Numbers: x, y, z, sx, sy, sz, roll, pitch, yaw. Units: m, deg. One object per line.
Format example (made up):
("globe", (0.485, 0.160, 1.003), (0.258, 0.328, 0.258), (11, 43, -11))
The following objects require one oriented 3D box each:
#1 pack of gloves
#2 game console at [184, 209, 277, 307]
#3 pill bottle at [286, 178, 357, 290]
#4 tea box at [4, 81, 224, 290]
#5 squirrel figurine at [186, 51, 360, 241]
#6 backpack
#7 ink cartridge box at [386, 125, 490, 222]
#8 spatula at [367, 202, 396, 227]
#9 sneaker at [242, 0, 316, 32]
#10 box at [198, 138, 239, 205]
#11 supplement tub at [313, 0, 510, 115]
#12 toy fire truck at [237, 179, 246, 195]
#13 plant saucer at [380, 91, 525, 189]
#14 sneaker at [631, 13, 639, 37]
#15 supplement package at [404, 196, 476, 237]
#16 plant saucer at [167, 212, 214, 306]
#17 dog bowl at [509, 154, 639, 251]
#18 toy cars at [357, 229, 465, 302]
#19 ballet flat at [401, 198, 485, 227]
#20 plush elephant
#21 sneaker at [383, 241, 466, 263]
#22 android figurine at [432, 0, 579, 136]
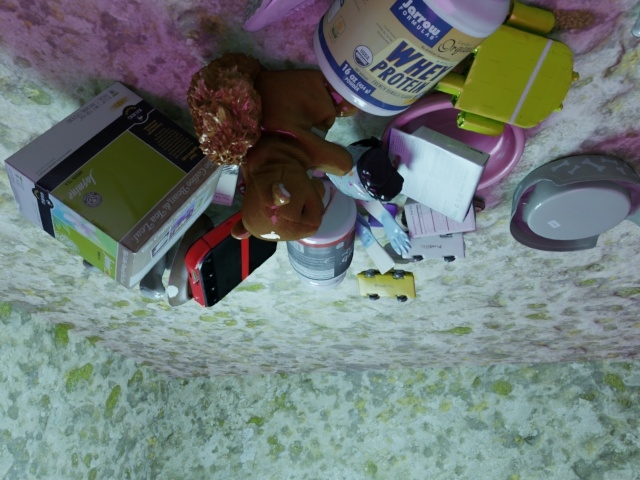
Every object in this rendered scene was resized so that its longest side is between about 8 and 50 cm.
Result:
("pack of gloves", (0.175, -0.037, 1.466), (0.046, 0.232, 0.195), (-30, 169, -32))
("game console", (-0.260, 0.033, 1.533), (0.060, 0.342, 0.387), (40, 153, 14))
("pill bottle", (0.000, 0.000, 1.497), (0.210, 0.210, 0.363), (3, 150, 3))
("tea box", (-0.458, -0.127, 1.150), (0.323, 0.329, 0.220), (36, 145, -1))
("squirrel figurine", (-0.124, -0.188, 1.031), (0.396, 0.371, 0.281), (31, 141, -30))
("backpack", (0.097, -0.166, 1.179), (0.182, 0.115, 0.152), (29, 154, 58))
("ink cartridge box", (0.259, -0.160, 1.150), (0.223, 0.045, 0.223), (28, 154, 17))
("spatula", (0.190, -0.129, 1.424), (0.084, 0.030, 0.297), (3, 149, 1))
("sneaker", (-0.056, -0.446, 0.886), (0.094, 0.090, 0.235), (17, 150, -37))
("box", (-0.264, -0.209, 1.300), (0.113, 0.094, 0.275), (11, 148, -8))
("supplement tub", (0.158, -0.382, 0.813), (0.228, 0.229, 0.316), (22, 146, -25))
("toy fire truck", (-0.127, -0.153, 1.367), (0.192, 0.135, 0.047), (27, 164, 35))
("plant saucer", (0.307, -0.235, 1.178), (0.331, 0.084, 0.332), (5, 149, 3))
("sneaker", (0.578, -0.436, 0.825), (0.082, 0.071, 0.191), (15, 140, -4))
("supplement package", (0.334, -0.082, 1.372), (0.179, 0.105, 0.105), (-8, 111, 21))
("plant saucer", (-0.398, 0.067, 1.569), (0.050, 0.311, 0.311), (16, 149, 1))
("dog bowl", (0.687, -0.096, 1.333), (0.348, 0.102, 0.349), (4, 149, 3))
("toy cars", (0.278, 0.066, 1.526), (0.176, 0.087, 0.394), (44, 123, 0))
("ballet flat", (0.360, -0.074, 1.462), (0.249, 0.058, 0.084), (-8, 147, 22))
("plush elephant", (-0.534, 0.001, 1.568), (0.271, 0.330, 0.255), (15, 173, 8))
("sneaker", (0.323, -0.004, 1.572), (0.262, 0.099, 0.121), (-9, 135, 14))
("android figurine", (0.366, -0.321, 0.960), (0.272, 0.056, 0.248), (11, 121, -7))
